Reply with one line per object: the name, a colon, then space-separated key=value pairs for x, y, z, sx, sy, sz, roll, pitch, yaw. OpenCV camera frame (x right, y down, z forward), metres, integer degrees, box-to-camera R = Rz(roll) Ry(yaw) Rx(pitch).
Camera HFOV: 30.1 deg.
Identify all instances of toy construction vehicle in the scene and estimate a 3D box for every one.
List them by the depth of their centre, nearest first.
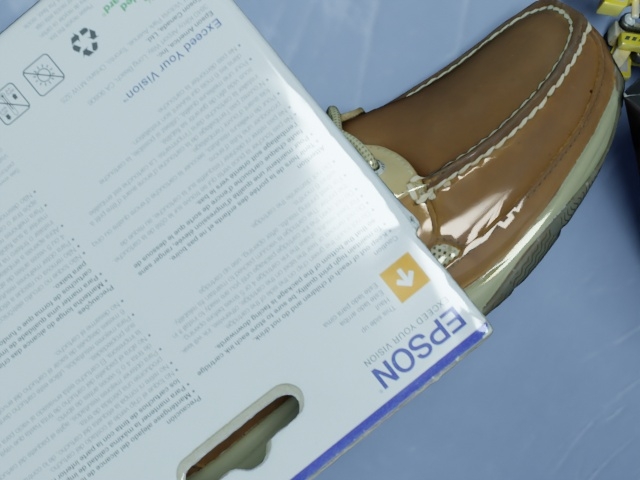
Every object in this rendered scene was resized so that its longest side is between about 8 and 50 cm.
toy construction vehicle: x=0.168 y=-0.110 z=0.606 sx=0.098 sy=0.086 sz=0.035 roll=4 pitch=72 yaw=-12

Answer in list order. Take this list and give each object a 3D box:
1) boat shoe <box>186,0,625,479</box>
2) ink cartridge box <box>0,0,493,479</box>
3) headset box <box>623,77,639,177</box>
boat shoe: x=0.000 y=0.000 z=0.564 sx=0.324 sy=0.122 sz=0.120 roll=-44 pitch=118 yaw=0
ink cartridge box: x=-0.082 y=0.018 z=0.499 sx=0.223 sy=0.045 sz=0.224 roll=-38 pitch=87 yaw=2
headset box: x=0.293 y=-0.039 z=0.637 sx=0.218 sy=0.110 sz=0.293 roll=-39 pitch=147 yaw=-3
